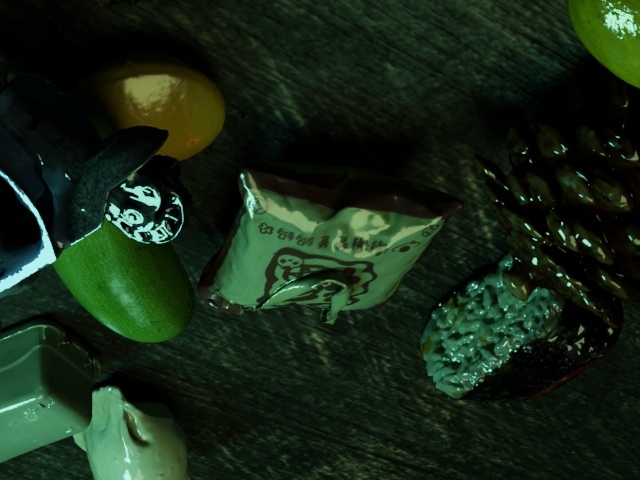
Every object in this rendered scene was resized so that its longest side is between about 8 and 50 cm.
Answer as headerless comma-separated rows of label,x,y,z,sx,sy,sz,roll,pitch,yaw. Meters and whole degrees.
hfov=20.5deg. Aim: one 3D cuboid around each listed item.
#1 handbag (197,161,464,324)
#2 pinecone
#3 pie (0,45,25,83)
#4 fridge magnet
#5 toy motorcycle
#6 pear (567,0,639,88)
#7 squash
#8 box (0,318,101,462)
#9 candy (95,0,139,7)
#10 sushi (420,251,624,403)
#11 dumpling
handbag,0.000,0.000,1.715,0.213,0.127,0.235,4,154,-16
pinecone,0.271,-0.051,1.636,0.272,0.224,0.224,-47,134,8
pie,-0.390,-0.085,1.549,0.339,0.083,0.339,-8,145,-6
fridge magnet,-0.155,-0.116,1.570,0.143,0.063,0.143,-5,144,-3
toy motorcycle,-0.266,-0.036,1.392,0.358,0.125,0.212,-25,116,37
pear,0.283,-0.205,1.482,0.149,0.149,0.162,-24,134,18
squash,-0.196,-0.010,1.586,0.107,0.107,0.395,-12,149,3
box,-0.326,0.168,1.886,0.172,0.093,0.124,-23,142,17
candy,-0.157,-0.262,1.402,0.055,0.049,0.184,-26,145,-33
sushi,0.210,0.093,1.877,0.126,0.136,0.225,16,144,-27
dumpling,-0.222,0.237,2.008,0.155,0.181,0.111,0,-166,39
